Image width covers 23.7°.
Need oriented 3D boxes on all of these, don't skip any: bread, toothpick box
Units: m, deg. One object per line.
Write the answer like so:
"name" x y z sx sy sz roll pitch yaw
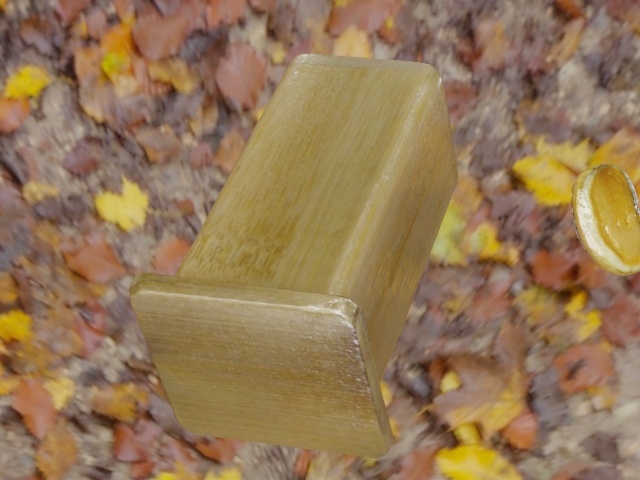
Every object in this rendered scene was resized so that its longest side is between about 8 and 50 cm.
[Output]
"bread" 0.266 -0.019 1.391 0.110 0.024 0.110 21 58 -38
"toothpick box" 0.000 0.000 1.291 0.190 0.187 0.308 6 49 22
